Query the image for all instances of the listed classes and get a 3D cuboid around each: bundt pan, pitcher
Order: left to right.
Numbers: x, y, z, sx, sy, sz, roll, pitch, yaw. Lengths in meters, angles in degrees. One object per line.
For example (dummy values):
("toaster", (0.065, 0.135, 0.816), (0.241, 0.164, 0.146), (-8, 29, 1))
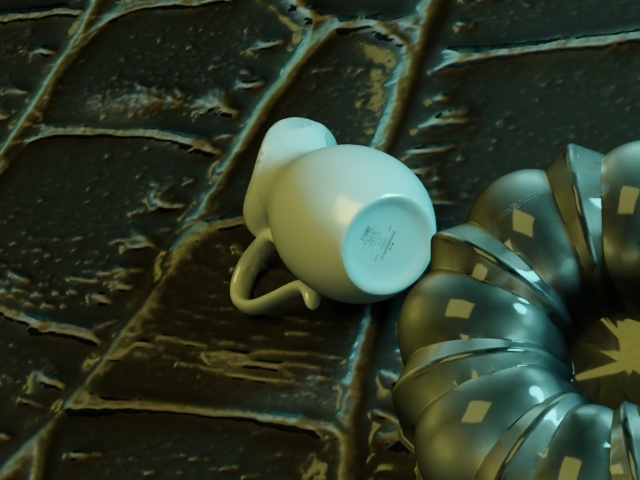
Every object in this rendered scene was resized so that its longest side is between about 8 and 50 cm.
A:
("pitcher", (0.000, 0.000, 1.513), (0.207, 0.125, 0.178), (32, 99, 60))
("bundt pan", (0.193, 0.073, 1.178), (0.331, 0.124, 0.331), (-8, 64, 16))

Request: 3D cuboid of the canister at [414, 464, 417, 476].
("canister", (0.157, 0.122, 1.292), (0.126, 0.073, 0.170), (19, 70, 46))
